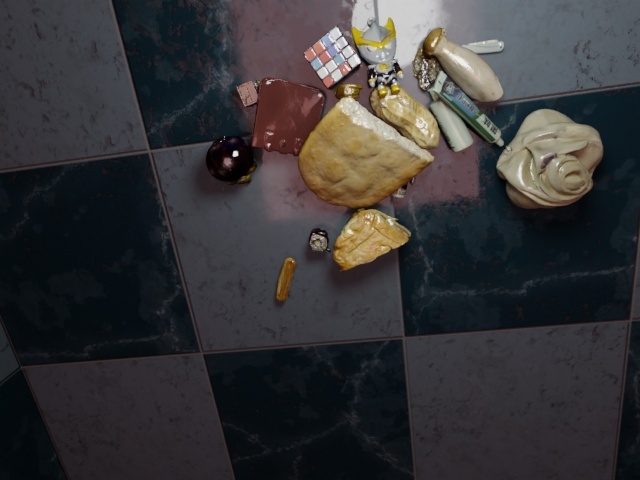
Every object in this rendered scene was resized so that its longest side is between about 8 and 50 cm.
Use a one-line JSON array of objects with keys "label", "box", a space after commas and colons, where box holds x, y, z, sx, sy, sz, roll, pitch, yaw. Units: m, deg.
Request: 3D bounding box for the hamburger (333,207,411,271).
[{"label": "hamburger", "box": [0.189, -0.031, 1.745, 0.329, 0.162, 0.209, -26, 102, 15]}]

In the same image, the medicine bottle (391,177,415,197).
[{"label": "medicine bottle", "box": [0.350, -0.284, 1.704, 0.092, 0.061, 0.221, 2, 111, -22]}]

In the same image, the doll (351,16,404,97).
[{"label": "doll", "box": [0.212, -0.672, 1.520, 0.145, 0.103, 0.317, -17, 80, 28]}]

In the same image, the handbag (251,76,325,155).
[{"label": "handbag", "box": [-0.127, -0.475, 1.633, 0.259, 0.084, 0.276, 7, 110, -18]}]

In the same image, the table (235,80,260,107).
[{"label": "table", "box": [-0.270, -0.579, 1.642, 0.082, 0.070, 0.083, -19, 107, 10]}]

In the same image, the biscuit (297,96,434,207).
[{"label": "biscuit", "box": [0.127, -0.292, 1.598, 0.429, 0.104, 0.446, 31, 130, -29]}]

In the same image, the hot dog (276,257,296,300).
[{"label": "hot dog", "box": [-0.157, 0.174, 1.902, 0.066, 0.047, 0.216, 19, 110, 13]}]

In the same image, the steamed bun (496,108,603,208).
[{"label": "steamed bun", "box": [0.862, -0.272, 1.561, 0.342, 0.255, 0.368, 29, 110, -8]}]

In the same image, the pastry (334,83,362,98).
[{"label": "pastry", "box": [0.107, -0.569, 1.601, 0.109, 0.097, 0.057, 3, 110, 4]}]

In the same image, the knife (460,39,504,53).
[{"label": "knife", "box": [0.596, -0.715, 1.551, 0.162, 0.023, 0.044, -3, 111, 5]}]

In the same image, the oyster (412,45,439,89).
[{"label": "oyster", "box": [0.397, -0.655, 1.575, 0.103, 0.051, 0.148, -29, 94, 6]}]

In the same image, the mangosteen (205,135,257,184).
[{"label": "mangosteen", "box": [-0.350, -0.307, 1.690, 0.194, 0.194, 0.231, -21, 127, 11]}]

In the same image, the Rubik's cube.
[{"label": "Rubik's cube", "box": [0.047, -0.668, 1.545, 0.155, 0.151, 0.154, -34, 104, 15]}]

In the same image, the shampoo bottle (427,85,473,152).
[{"label": "shampoo bottle", "box": [0.491, -0.471, 1.610, 0.085, 0.085, 0.263, -30, 104, 14]}]

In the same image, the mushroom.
[{"label": "mushroom", "box": [0.521, -0.631, 1.527, 0.350, 0.128, 0.128, 35, 108, -11]}]

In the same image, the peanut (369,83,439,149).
[{"label": "peanut", "box": [0.329, -0.467, 1.590, 0.325, 0.153, 0.140, 40, 109, -2]}]

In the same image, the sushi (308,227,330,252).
[{"label": "sushi", "box": [-0.002, -0.001, 1.811, 0.097, 0.084, 0.094, 4, 105, -2]}]

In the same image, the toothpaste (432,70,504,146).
[{"label": "toothpaste", "box": [0.566, -0.479, 1.576, 0.392, 0.061, 0.099, 34, 68, -23]}]
